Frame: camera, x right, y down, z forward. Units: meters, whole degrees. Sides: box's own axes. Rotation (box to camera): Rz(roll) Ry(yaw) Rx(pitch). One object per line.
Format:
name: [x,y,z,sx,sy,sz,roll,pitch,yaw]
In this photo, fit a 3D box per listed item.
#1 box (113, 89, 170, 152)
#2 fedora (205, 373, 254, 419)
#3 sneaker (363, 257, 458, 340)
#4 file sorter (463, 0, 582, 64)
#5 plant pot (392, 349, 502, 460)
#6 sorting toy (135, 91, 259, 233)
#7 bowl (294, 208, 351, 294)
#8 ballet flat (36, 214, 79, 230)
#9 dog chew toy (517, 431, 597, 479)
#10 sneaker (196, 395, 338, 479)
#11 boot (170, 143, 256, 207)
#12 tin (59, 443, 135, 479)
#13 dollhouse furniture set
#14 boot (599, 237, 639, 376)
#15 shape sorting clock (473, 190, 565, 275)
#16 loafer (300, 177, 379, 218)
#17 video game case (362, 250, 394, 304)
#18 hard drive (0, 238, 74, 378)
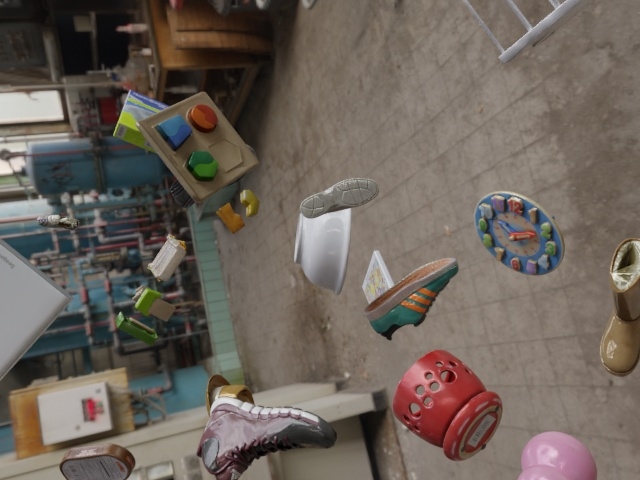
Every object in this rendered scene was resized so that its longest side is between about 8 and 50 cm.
box: [-0.392,-0.271,1.291,0.042,0.109,0.178,-54,27,32]
fedora: [-0.215,0.418,1.451,0.194,0.079,0.194,-21,-90,-80]
sneaker: [0.275,0.166,1.630,0.121,0.302,0.108,56,-178,-11]
file sorter: [0.434,-0.500,1.065,0.173,0.193,0.277,54,138,0]
plant pot: [0.278,0.357,1.237,0.174,0.191,0.191,34,131,46]
sorting toy: [-0.230,-0.177,1.270,0.307,0.229,0.041,52,135,-4]
bowl: [0.000,0.000,1.607,0.298,0.134,0.298,-174,90,-86]
ballet flat: [-0.713,-0.054,1.575,0.041,0.114,0.041,-8,78,39]
dog chew toy: [0.647,0.702,1.614,0.206,0.332,0.207,20,131,25]
sneaker: [-0.112,0.398,1.077,0.281,0.162,0.106,-1,134,30]
boot: [-0.277,-0.226,1.704,0.338,0.222,0.118,-20,103,36]
tin: [-0.549,0.554,1.413,0.040,0.189,0.106,-82,-22,-58]
dollhouse furniture set: [-0.226,0.071,0.826,0.152,0.058,0.076,-57,28,-6]
boot: [0.685,0.158,1.303,0.089,0.269,0.236,8,65,32]
shape sorting clock: [0.405,-0.012,1.192,0.206,0.040,0.206,37,146,31]
loafer: [0.030,-0.066,0.895,0.039,0.125,0.045,15,-122,-83]
video game case: [0.229,0.190,2.270,0.227,0.026,0.206,-110,25,-46]
hard drive: [-0.728,0.183,1.192,0.233,0.353,0.047,41,171,-6]
